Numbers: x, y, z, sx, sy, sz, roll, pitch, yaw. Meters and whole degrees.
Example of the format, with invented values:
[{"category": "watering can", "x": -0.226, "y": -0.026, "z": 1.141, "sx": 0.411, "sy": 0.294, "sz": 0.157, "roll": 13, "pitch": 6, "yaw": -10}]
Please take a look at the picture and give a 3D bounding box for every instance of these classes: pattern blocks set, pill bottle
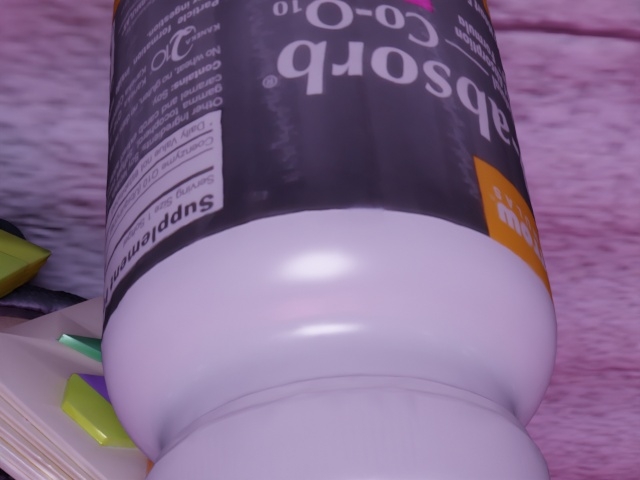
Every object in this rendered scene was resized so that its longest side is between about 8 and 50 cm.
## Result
[{"category": "pattern blocks set", "x": -0.055, "y": 0.079, "z": 0.573, "sx": 0.285, "sy": 0.325, "sz": 0.026, "roll": 33, "pitch": 111, "yaw": -1}, {"category": "pill bottle", "x": 0.000, "y": 0.000, "z": 0.497, "sx": 0.162, "sy": 0.278, "sz": 0.162, "roll": -4, "pitch": 141, "yaw": -3}]

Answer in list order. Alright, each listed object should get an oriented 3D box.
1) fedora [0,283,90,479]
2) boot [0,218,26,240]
[{"category": "fedora", "x": -0.233, "y": 0.147, "z": 0.688, "sx": 0.334, "sy": 0.152, "sz": 0.334, "roll": -11, "pitch": 157, "yaw": -5}, {"category": "boot", "x": -0.211, "y": 0.034, "z": 0.699, "sx": 0.121, "sy": 0.045, "sz": 0.099, "roll": -12, "pitch": 153, "yaw": -15}]
